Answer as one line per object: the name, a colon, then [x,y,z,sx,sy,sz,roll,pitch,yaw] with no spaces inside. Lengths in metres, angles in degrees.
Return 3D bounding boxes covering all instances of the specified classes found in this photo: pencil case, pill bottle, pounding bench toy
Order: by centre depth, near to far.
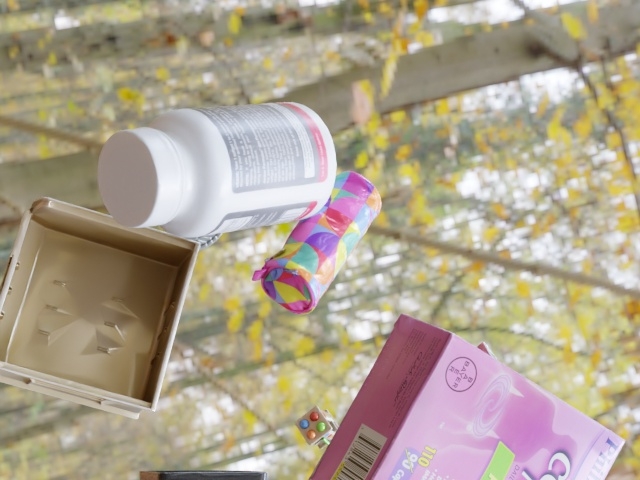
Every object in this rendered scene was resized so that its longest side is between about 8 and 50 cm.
pill bottle: [-0.143,-0.098,1.853,0.176,0.318,0.176,9,-77,43]
pencil case: [0.000,0.000,1.975,0.104,0.236,0.104,22,-40,19]
pounding bench toy: [0.004,0.345,2.376,0.083,0.052,0.065,54,8,23]

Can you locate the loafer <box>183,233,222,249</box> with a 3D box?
loafer: [-0.196,-0.101,2.259,0.087,0.094,0.251,47,-54,53]

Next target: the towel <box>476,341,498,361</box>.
towel: [0.173,0.242,1.776,0.029,0.197,0.144,42,14,-50]

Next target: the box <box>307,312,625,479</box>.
box: [0.145,0.230,1.355,0.213,0.243,0.117,-60,-157,-5]

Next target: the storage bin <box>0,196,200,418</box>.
storage bin: [-0.345,0.101,1.974,0.123,0.260,0.262,138,-33,-68]

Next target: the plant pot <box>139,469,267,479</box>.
plant pot: [-0.205,0.478,2.287,0.187,0.188,0.167,154,-62,-69]
